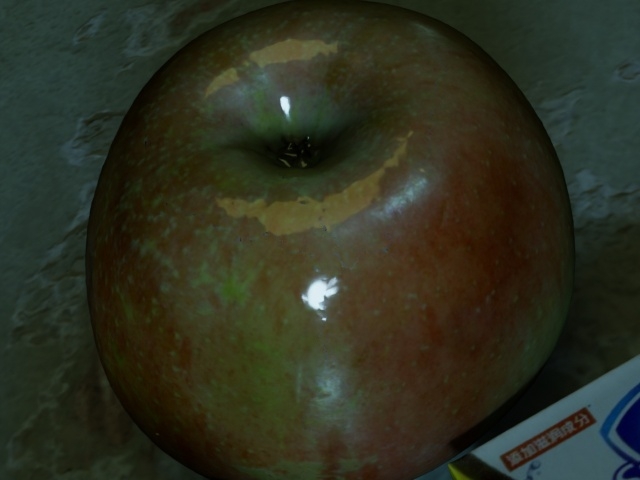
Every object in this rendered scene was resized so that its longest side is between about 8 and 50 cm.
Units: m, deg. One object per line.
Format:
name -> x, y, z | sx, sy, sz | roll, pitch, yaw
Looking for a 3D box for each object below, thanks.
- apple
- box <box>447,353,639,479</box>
apple -> 0.000, 0.000, 0.848 | 0.319, 0.277, 0.319 | -11, 44, 11
box -> 0.227, 0.141, 0.741 | 0.265, 0.097, 0.168 | -28, 44, -2
